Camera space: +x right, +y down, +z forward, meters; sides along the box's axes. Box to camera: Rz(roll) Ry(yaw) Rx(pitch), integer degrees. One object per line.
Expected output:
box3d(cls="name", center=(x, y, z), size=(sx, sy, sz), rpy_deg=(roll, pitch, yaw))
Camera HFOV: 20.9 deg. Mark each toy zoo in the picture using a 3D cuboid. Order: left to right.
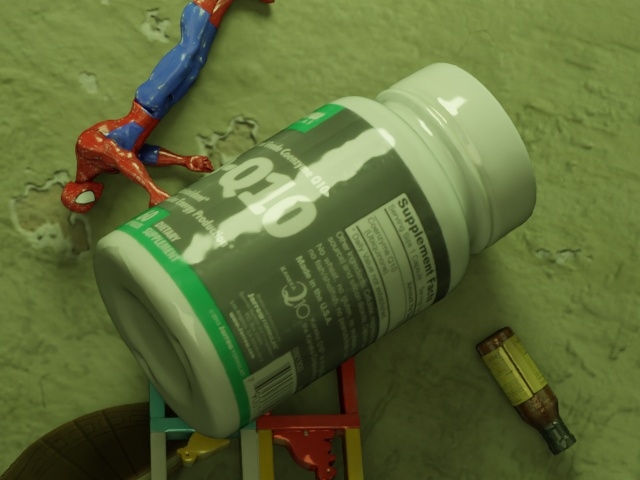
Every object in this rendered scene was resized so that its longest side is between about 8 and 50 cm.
box3d(cls="toy zoo", center=(-0.060, 0.166, 1.576), size=(0.192, 0.030, 0.293), rpy_deg=(-1, 66, -8))

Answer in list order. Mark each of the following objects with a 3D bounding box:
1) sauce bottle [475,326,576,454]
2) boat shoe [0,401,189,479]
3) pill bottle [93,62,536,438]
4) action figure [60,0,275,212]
box3d(cls="sauce bottle", center=(0.196, 0.143, 1.638), size=(0.042, 0.042, 0.128), rpy_deg=(-31, 88, -2))
box3d(cls="boat shoe", center=(-0.245, 0.257, 1.601), size=(0.302, 0.098, 0.109), rpy_deg=(-32, 44, -17))
box3d(cls="pill bottle", center=(0.000, 0.000, 1.531), size=(0.361, 0.204, 0.204), rpy_deg=(-32, 88, -20))
box3d(cls="action figure", center=(-0.123, -0.116, 1.620), size=(0.139, 0.091, 0.280), rpy_deg=(41, 87, 10))
